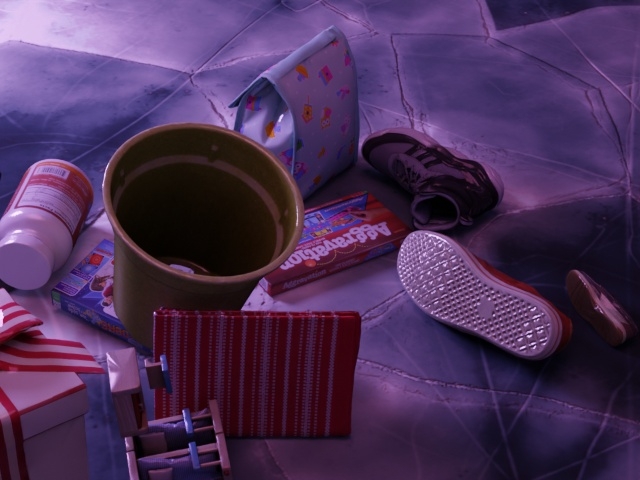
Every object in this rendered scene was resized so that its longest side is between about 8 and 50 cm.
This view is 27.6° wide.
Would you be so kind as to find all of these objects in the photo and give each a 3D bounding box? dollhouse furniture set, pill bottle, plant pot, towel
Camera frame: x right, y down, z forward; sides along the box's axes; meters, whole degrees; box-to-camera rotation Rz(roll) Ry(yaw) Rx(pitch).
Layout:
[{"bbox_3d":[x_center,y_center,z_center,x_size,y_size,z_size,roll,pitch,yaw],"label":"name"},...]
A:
[{"bbox_3d":[-0.189,0.239,1.656,0.129,0.184,0.129,-11,39,-8],"label":"dollhouse furniture set"},{"bbox_3d":[-0.439,-0.023,2.050,0.121,0.121,0.216,6,37,4],"label":"pill bottle"},{"bbox_3d":[-0.184,0.021,1.831,0.276,0.254,0.276,9,50,-11],"label":"plant pot"},{"bbox_3d":[-0.085,0.177,1.750,0.274,0.199,0.031,1,25,-4],"label":"towel"}]

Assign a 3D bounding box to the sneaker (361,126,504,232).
[{"bbox_3d":[0.168,-0.102,2.220,0.268,0.101,0.153,23,38,20],"label":"sneaker"}]

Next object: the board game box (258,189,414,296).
[{"bbox_3d":[0.000,0.000,2.135,0.281,0.027,0.145,-20,44,-28],"label":"board game box"}]

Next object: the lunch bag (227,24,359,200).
[{"bbox_3d":[-0.040,-0.217,2.226,0.160,0.262,0.223,25,42,26],"label":"lunch bag"}]

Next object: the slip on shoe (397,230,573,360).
[{"bbox_3d":[0.245,0.085,1.990,0.331,0.123,0.101,31,12,38],"label":"slip on shoe"}]

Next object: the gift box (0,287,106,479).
[{"bbox_3d":[-0.413,0.230,1.598,0.255,0.258,0.276,-27,45,-34],"label":"gift box"}]

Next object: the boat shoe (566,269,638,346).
[{"bbox_3d":[0.435,0.103,2.018,0.049,0.056,0.152,-9,48,-24],"label":"boat shoe"}]

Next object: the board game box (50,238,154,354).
[{"bbox_3d":[-0.285,0.084,1.968,0.201,0.035,0.136,24,47,19],"label":"board game box"}]
